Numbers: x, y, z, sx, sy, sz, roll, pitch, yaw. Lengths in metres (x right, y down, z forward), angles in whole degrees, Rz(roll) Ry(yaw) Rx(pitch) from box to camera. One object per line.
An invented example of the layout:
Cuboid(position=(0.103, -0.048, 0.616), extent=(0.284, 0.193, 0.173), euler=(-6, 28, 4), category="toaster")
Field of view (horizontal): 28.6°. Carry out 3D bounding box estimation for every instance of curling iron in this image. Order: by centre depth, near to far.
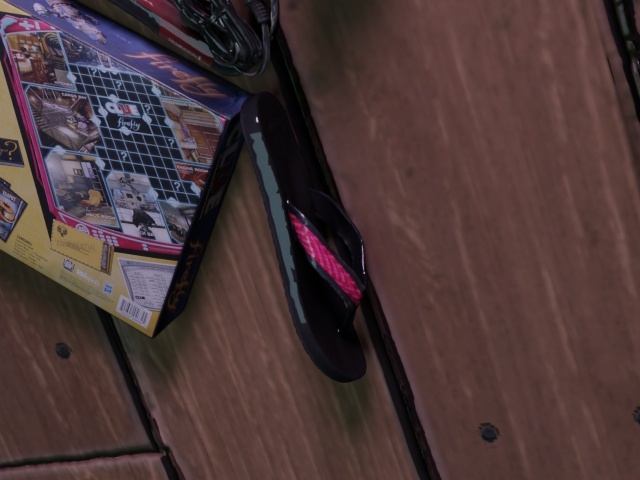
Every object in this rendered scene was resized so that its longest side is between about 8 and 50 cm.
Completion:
Cuboid(position=(-0.137, -0.178, 0.712), extent=(0.274, 0.035, 0.068), euler=(32, 119, 7), category="curling iron")

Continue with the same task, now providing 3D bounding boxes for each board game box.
Cuboid(position=(-0.173, -0.068, 0.774), extent=(0.243, 0.042, 0.165), euler=(29, 121, 10), category="board game box")

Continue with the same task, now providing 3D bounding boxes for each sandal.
Cuboid(position=(0.000, 0.000, 0.715), extent=(0.040, 0.067, 0.179), euler=(-13, 104, 17), category="sandal")
